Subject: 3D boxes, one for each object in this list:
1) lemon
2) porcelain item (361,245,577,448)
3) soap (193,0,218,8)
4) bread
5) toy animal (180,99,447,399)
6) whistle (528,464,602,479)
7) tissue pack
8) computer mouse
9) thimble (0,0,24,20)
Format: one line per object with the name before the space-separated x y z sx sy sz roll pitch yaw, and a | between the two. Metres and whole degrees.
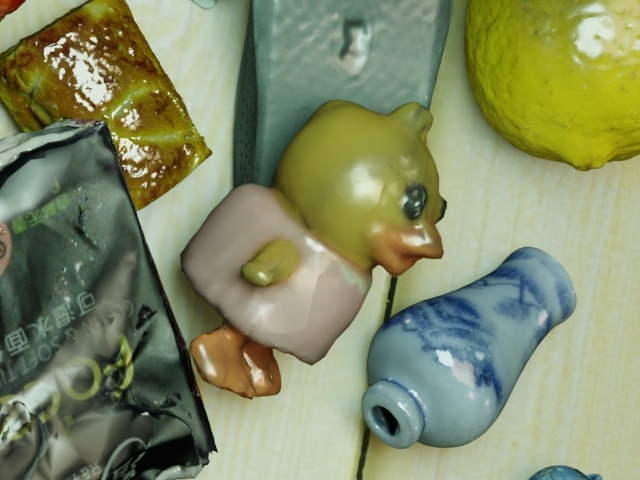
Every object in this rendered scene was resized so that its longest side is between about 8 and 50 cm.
lemon | 0.264 -0.217 1.419 0.253 0.253 0.310 15 77 -29
porcelain item | 0.142 0.105 1.397 0.259 0.141 0.141 -35 105 -37
soap | -0.090 -0.327 1.316 0.119 0.066 0.198 36 70 -25
bread | -0.184 -0.112 1.226 0.132 0.103 0.172 -38 105 -27
toy animal | -0.001 -0.004 1.236 0.281 0.195 0.169 -42 75 10
whistle | 0.230 0.279 1.460 0.158 0.090 0.090 -30 102 -29
tissue pack | -0.227 0.089 1.146 0.245 0.123 0.332 -27 115 -27
computer mouse | 0.015 -0.163 1.330 0.188 0.122 0.371 3 102 -15
thimble | -0.225 -0.324 1.077 0.230 0.350 0.350 48 66 -15
